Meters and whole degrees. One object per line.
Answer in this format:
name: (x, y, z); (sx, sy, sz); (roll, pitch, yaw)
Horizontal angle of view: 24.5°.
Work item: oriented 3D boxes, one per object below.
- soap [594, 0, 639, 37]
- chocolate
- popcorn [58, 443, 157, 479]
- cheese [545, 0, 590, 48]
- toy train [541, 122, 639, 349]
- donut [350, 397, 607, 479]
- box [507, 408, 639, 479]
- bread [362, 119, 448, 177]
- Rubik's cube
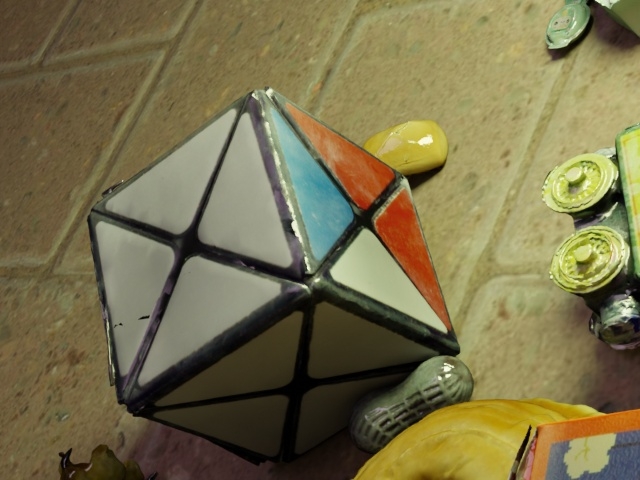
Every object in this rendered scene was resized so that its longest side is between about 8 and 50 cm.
soap: (0.400, -0.350, 1.833); (0.145, 0.091, 0.230); (-30, 38, 32)
chocolate: (0.100, 0.187, 1.669); (0.167, 0.072, 0.072); (-33, 37, 23)
popcorn: (-0.304, 0.373, 1.903); (0.168, 0.173, 0.195); (-44, 36, 51)
cheese: (0.327, -0.293, 1.917); (0.067, 0.026, 0.120); (-8, 47, 44)
toy train: (0.336, -0.006, 1.535); (0.177, 0.134, 0.261); (-22, 42, 23)
donut: (0.140, 0.341, 1.357); (0.449, 0.198, 0.449); (-35, 34, 27)
box: (0.309, 0.326, 1.033); (0.257, 0.349, 0.318); (-15, 48, 42)
bread: (0.110, -0.125, 1.949); (0.115, 0.056, 0.082); (-10, 44, 11)
Rubik's cube: (-0.061, 0.050, 1.742); (0.310, 0.307, 0.305); (-34, 52, 24)
